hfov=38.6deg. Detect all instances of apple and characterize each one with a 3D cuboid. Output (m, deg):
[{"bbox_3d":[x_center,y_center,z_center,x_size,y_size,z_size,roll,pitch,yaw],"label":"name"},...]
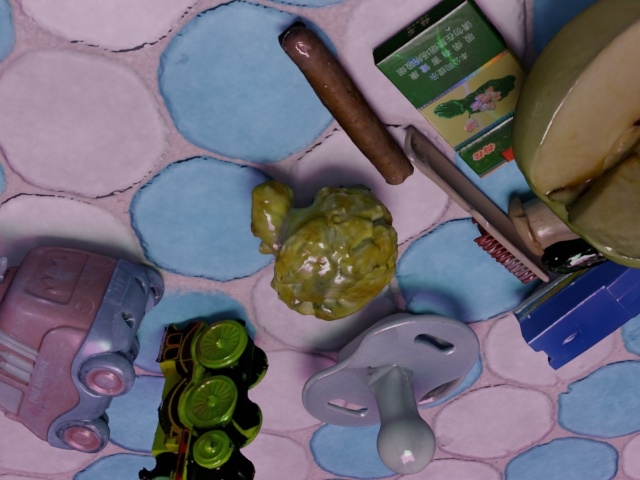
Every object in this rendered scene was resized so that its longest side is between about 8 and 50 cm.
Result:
[{"bbox_3d":[0.352,-0.121,1.016,0.258,0.233,0.295,-42,100,7],"label":"apple"}]

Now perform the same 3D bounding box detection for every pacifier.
[{"bbox_3d":[0.122,0.243,1.368,0.244,0.233,0.299,27,127,-31],"label":"pacifier"}]

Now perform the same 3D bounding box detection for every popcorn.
[{"bbox_3d":[0.000,0.000,1.179,0.213,0.198,0.198,32,128,-1],"label":"popcorn"}]

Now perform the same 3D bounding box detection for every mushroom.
[{"bbox_3d":[0.365,-0.062,1.190,0.247,0.096,0.108,-34,135,27],"label":"mushroom"}]

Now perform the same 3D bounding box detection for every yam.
[{"bbox_3d":[0.035,-0.160,1.101,0.046,0.046,0.264,-26,132,19],"label":"yam"}]

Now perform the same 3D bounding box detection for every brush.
[{"bbox_3d":[0.206,-0.037,1.228,0.050,0.060,0.321,-26,132,33],"label":"brush"}]

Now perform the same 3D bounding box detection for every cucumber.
[{"bbox_3d":[0.444,-0.031,1.240,0.304,0.081,0.072,-23,107,19],"label":"cucumber"}]

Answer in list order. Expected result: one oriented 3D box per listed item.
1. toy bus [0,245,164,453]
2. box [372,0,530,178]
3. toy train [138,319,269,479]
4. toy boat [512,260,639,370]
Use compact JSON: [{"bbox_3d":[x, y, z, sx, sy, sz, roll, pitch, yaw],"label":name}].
[{"bbox_3d":[-0.365,0.138,1.266,0.232,0.197,0.294,21,130,-11],"label":"toy bus"},{"bbox_3d":[0.184,-0.181,1.100,0.132,0.034,0.235,-32,129,23],"label":"box"},{"bbox_3d":[-0.168,0.244,1.307,0.161,0.296,0.100,-10,136,16],"label":"toy train"},{"bbox_3d":[0.427,0.061,1.330,0.295,0.088,0.129,-39,125,15],"label":"toy boat"}]
